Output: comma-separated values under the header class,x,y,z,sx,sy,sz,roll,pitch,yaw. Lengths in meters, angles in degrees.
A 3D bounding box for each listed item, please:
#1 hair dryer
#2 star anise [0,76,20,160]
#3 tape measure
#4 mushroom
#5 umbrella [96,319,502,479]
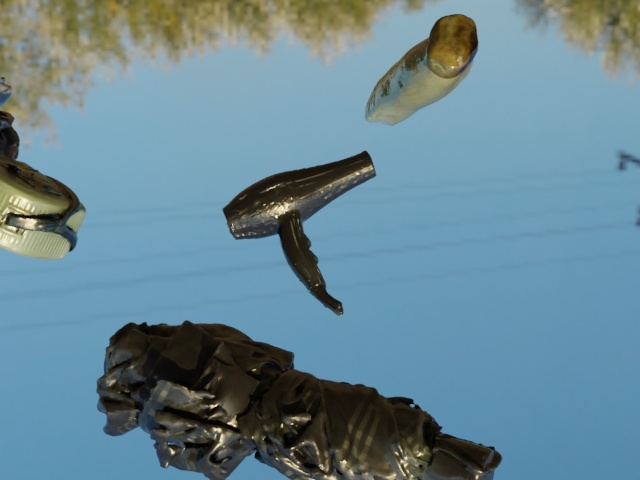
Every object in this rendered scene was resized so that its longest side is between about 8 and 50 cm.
class,x,y,z,sx,sy,sz,roll,pitch,yaw
hair dryer,0.000,0.000,1.589,0.195,0.075,0.219,-22,-124,-3
star anise,-0.562,-0.204,2.158,0.093,0.229,0.236,-25,-106,-41
tape measure,-0.421,-0.054,1.901,0.207,0.115,0.235,27,-174,24
mushroom,0.147,-0.237,1.918,0.081,0.100,0.312,32,162,-9
umbrella,-0.020,0.155,1.085,0.336,0.128,0.154,15,-178,12
